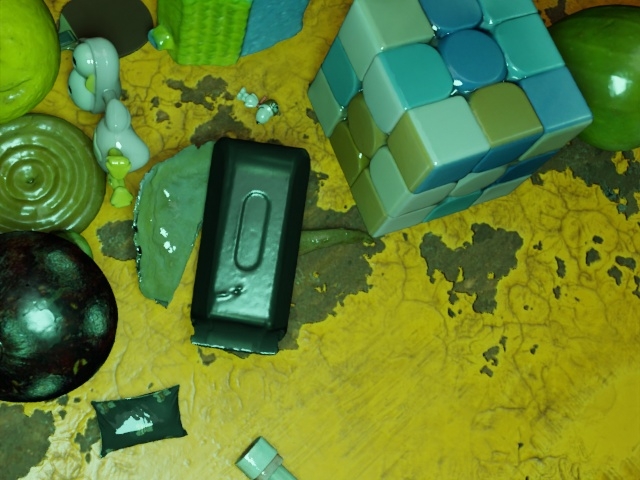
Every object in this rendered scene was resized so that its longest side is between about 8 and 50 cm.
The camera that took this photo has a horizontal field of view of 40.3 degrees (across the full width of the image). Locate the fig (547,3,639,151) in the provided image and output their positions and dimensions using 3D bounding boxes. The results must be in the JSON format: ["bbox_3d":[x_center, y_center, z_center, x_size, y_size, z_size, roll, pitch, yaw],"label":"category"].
[{"bbox_3d":[0.587,-0.348,1.806,0.316,0.316,0.316,5,69,-13],"label":"fig"}]

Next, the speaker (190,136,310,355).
[{"bbox_3d":[-0.119,0.002,1.490,0.180,0.184,0.388,7,79,-5],"label":"speaker"}]

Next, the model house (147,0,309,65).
[{"bbox_3d":[-0.183,-0.466,1.660,0.303,0.237,0.215,-32,79,-22],"label":"model house"}]

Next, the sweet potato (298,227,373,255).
[{"bbox_3d":[0.000,0.000,1.633,0.214,0.050,0.050,-9,72,-18],"label":"sweet potato"}]

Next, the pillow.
[{"bbox_3d":[-0.296,0.297,1.440,0.150,0.048,0.090,-8,70,-20],"label":"pillow"}]

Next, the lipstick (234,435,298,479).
[{"bbox_3d":[-0.056,0.414,1.460,0.186,0.057,0.063,45,65,-2],"label":"lipstick"}]

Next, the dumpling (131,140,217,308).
[{"bbox_3d":[-0.280,-0.056,1.558,0.166,0.086,0.332,38,60,-35],"label":"dumpling"}]

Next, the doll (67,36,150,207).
[{"bbox_3d":[-0.373,-0.228,1.525,0.094,0.160,0.365,-13,56,-20],"label":"doll"}]

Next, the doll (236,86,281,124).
[{"bbox_3d":[-0.120,-0.267,1.708,0.058,0.040,0.085,-37,83,-14],"label":"doll"}]

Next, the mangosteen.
[{"bbox_3d":[-0.448,0.111,1.363,0.288,0.288,0.287,5,69,-13],"label":"mangosteen"}]

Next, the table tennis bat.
[{"bbox_3d":[-0.452,-0.399,1.677,0.274,0.021,0.154,-30,80,-25],"label":"table tennis bat"}]

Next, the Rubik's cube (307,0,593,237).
[{"bbox_3d":[0.223,-0.251,1.626,0.347,0.347,0.344,-19,77,-20],"label":"Rubik's cube"}]

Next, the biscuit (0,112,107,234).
[{"bbox_3d":[-0.506,-0.106,1.528,0.262,0.037,0.261,3,74,-9],"label":"biscuit"}]

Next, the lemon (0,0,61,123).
[{"bbox_3d":[-0.582,-0.328,1.466,0.297,0.297,0.296,5,69,-13],"label":"lemon"}]
